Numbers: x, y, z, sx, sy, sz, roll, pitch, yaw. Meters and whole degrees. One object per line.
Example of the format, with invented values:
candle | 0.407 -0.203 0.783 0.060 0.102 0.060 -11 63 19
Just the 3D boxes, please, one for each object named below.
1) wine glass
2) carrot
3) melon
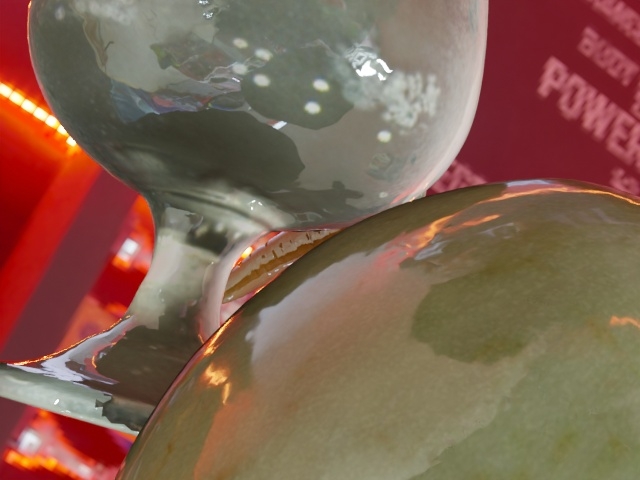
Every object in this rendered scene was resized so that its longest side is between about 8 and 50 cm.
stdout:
wine glass | -0.044 -0.057 0.741 0.238 0.238 0.323 -8 -118 67
carrot | 0.000 0.000 0.863 0.142 0.035 0.035 -26 -152 18
melon | 0.053 0.117 0.500 0.308 0.272 0.272 -47 -167 -26
